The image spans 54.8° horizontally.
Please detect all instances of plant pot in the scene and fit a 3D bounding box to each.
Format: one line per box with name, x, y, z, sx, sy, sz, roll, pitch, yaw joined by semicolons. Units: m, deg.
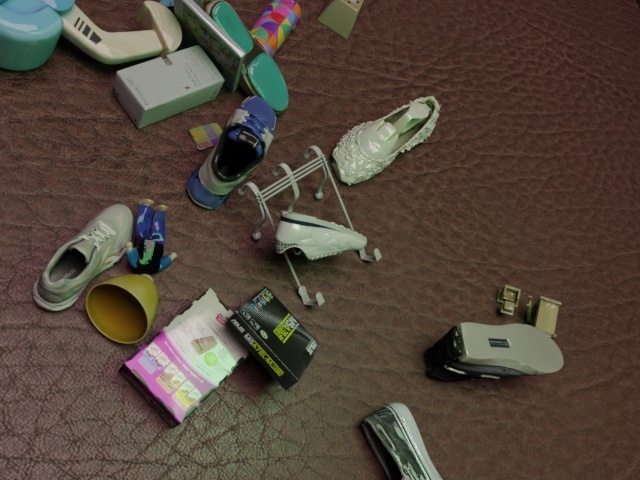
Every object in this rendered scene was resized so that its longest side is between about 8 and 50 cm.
plant pot;0.069;-0.687;1.828;0.109;0.096;0.109;29;56;-12
plant pot;-0.370;0.119;1.202;0.134;0.134;0.095;42;31;-4

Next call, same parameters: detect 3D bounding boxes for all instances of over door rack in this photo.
over door rack;-0.031;-0.032;1.467;0.239;0.108;0.324;-36;100;-35

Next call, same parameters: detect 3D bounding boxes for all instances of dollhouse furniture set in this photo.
dollhouse furniture set;0.537;0.238;1.653;0.160;0.101;0.182;18;56;10

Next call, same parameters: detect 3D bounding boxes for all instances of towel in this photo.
towel;-0.272;-0.253;1.492;0.083;0.009;0.060;-27;80;-35

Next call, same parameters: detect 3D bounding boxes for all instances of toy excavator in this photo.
toy excavator;-0.584;-0.480;1.343;0.445;0.222;0.433;44;55;-18

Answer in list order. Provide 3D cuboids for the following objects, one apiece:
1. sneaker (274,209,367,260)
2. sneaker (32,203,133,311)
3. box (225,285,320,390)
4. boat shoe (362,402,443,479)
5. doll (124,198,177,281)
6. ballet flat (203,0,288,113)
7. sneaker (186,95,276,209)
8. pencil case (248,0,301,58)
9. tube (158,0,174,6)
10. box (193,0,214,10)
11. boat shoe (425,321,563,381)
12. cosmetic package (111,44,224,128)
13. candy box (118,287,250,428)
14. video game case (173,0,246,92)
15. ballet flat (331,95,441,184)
sneaker;0.000;0.000;1.374;0.234;0.090;0.095;13;90;-33
sneaker;-0.446;0.018;1.201;0.099;0.121;0.263;35;55;-8
box;-0.094;0.197;1.287;0.184;0.045;0.190;46;18;2
boat shoe;0.184;0.518;1.310;0.119;0.121;0.335;-14;63;-24
doll;-0.354;0.015;1.288;0.129;0.046;0.189;26;59;-48
ballet flat;-0.192;-0.456;1.558;0.107;0.106;0.316;-45;118;-25
sneaker;-0.170;-0.221;1.419;0.127;0.182;0.316;38;56;-16
pencil case;-0.138;-0.564;1.661;0.104;0.104;0.236;35;54;-9
tube;-0.360;-0.684;1.625;0.052;0.080;0.207;59;38;-48
box;-0.284;-0.608;1.465;0.063;0.324;0.067;-35;85;-30
boat shoe;0.416;0.282;1.507;0.340;0.158;0.127;14;54;-23
cosmetic package;-0.357;-0.366;1.457;0.231;0.085;0.117;-34;85;-36
candy box;-0.256;0.230;1.229;0.159;0.071;0.233;48;55;-1
video game case;-0.273;-0.474;1.488;0.212;0.193;0.023;44;72;-2
ballet flat;0.188;-0.297;1.682;0.408;0.147;0.147;-37;87;-35
